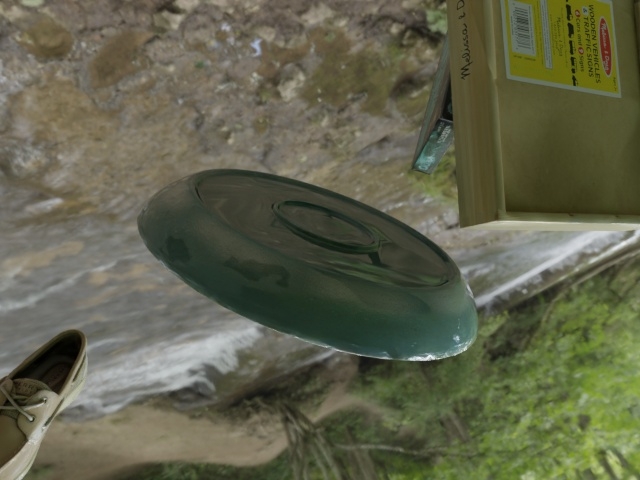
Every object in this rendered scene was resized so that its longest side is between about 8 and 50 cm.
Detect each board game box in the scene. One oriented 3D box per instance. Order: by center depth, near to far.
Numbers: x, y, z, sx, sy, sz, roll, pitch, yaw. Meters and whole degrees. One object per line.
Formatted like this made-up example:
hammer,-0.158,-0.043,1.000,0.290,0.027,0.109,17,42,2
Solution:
board game box,0.139,-0.177,0.589,0.026,0.186,0.126,16,165,2

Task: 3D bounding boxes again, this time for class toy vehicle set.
toy vehicle set,0.168,-0.140,0.405,0.166,0.266,0.035,1,174,-27

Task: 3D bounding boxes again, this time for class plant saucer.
plant saucer,0.000,0.000,0.514,0.318,0.318,0.043,-7,122,-54

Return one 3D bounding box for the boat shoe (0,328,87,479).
boat shoe,-0.414,0.229,0.773,0.302,0.109,0.098,-70,-177,-66
